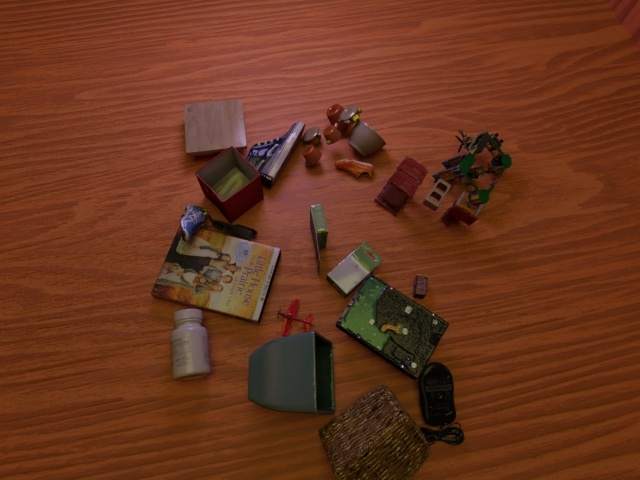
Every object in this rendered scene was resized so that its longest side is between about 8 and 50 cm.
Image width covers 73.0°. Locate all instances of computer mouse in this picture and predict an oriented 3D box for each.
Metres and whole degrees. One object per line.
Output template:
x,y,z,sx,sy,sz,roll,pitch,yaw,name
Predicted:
0.398,0.565,1.515,0.188,0.072,0.272,2,79,-4,computer mouse

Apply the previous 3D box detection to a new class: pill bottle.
-0.462,0.367,1.528,0.131,0.131,0.229,-9,67,-6,pill bottle

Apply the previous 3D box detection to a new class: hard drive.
0.256,0.305,1.557,0.339,0.064,0.237,32,69,13,hard drive

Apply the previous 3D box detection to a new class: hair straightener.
-0.370,-0.056,1.725,0.230,0.089,0.047,23,105,14,hair straightener

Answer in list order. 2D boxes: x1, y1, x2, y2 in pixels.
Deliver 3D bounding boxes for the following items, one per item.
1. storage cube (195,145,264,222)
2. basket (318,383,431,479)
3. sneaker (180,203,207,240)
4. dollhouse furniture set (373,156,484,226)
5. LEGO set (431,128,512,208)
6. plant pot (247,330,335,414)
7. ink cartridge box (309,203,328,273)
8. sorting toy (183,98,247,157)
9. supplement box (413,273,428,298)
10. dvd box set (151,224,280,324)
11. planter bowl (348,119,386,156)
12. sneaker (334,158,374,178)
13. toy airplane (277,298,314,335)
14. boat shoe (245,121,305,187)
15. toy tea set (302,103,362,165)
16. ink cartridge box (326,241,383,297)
-0.359,-0.222,1.750,0.215,0.193,0.183,-40,74,-18,storage cube
0.181,0.669,1.419,0.299,0.223,0.213,-37,106,-5,basket
-0.493,-0.075,1.679,0.081,0.080,0.211,3,40,-5,sneaker
0.431,-0.149,1.753,0.374,0.201,0.152,35,70,5,dollhouse furniture set
0.639,-0.302,1.862,0.255,0.192,0.331,37,71,-18,LEGO set
-0.103,0.456,1.451,0.252,0.247,0.248,-8,66,13,plant pot
0.000,0.000,1.680,0.056,0.171,0.235,-9,68,-6,ink cartridge box
-0.460,-0.483,1.914,0.255,0.089,0.257,-8,67,-6,sorting toy
0.389,0.178,1.682,0.043,0.055,0.083,10,66,4,supplement box
-0.394,0.125,1.670,0.420,0.062,0.308,14,67,4,dvd box set
0.191,-0.435,1.893,0.162,0.162,0.109,43,98,15,planter bowl
0.146,-0.311,1.878,0.175,0.064,0.067,12,77,6,sneaker
-0.092,0.297,1.627,0.151,0.028,0.151,0,69,-1,toy airplane
-0.203,-0.403,1.866,0.158,0.127,0.341,27,69,1,boat shoe
0.043,-0.458,1.914,0.336,0.124,0.200,-44,39,0,toy tea set
0.135,0.115,1.694,0.209,0.062,0.109,-40,74,-17,ink cartridge box
